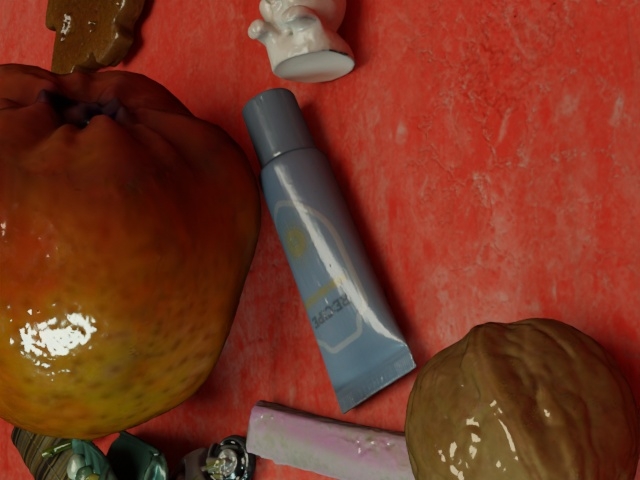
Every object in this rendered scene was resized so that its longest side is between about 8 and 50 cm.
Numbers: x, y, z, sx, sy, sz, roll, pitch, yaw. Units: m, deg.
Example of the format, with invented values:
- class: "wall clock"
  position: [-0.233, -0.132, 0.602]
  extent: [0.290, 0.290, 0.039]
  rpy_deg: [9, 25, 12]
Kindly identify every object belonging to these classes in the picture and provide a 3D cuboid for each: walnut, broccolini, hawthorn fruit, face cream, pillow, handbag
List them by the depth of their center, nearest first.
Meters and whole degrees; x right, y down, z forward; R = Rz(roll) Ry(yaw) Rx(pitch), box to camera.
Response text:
- class: "walnut"
  position: [0.188, 0.178, 1.250]
  extent: [0.228, 0.228, 0.228]
  rpy_deg: [-7, 81, 44]
- class: "face cream"
  position: [0.000, 0.000, 1.542]
  extent: [0.135, 0.086, 0.385]
  rpy_deg: [-39, 63, 41]
- class: "hawthorn fruit"
  position: [-0.308, 0.015, 1.604]
  extent: [0.471, 0.471, 0.472]
  rpy_deg: [-7, 81, 44]
- class: "handbag"
  position: [-0.271, 0.388, 1.686]
  extent: [0.268, 0.100, 0.274]
  rpy_deg: [-177, 89, -69]
- class: "broccolini"
  position: [-0.316, 0.255, 1.836]
  extent: [0.052, 0.054, 0.194]
  rpy_deg: [44, 110, -4]
- class: "pillow"
  position: [-0.390, 0.308, 1.917]
  extent: [0.203, 0.038, 0.113]
  rpy_deg: [44, 114, 39]

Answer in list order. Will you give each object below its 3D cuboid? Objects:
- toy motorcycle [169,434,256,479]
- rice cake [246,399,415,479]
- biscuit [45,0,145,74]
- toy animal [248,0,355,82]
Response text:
- class: "toy motorcycle"
  position: [-0.155, 0.345, 1.656]
  extent: [0.152, 0.073, 0.225]
  rpy_deg: [10, 87, 41]
- class: "rice cake"
  position: [0.042, 0.239, 1.488]
  extent: [0.365, 0.056, 0.073]
  rpy_deg: [5, 91, 45]
- class: "biscuit"
  position: [-0.331, -0.385, 1.937]
  extent: [0.278, 0.043, 0.301]
  rpy_deg: [-42, 57, 36]
- class: "toy animal"
  position: [-0.018, -0.309, 1.567]
  extent: [0.103, 0.130, 0.221]
  rpy_deg: [-17, 70, 57]
